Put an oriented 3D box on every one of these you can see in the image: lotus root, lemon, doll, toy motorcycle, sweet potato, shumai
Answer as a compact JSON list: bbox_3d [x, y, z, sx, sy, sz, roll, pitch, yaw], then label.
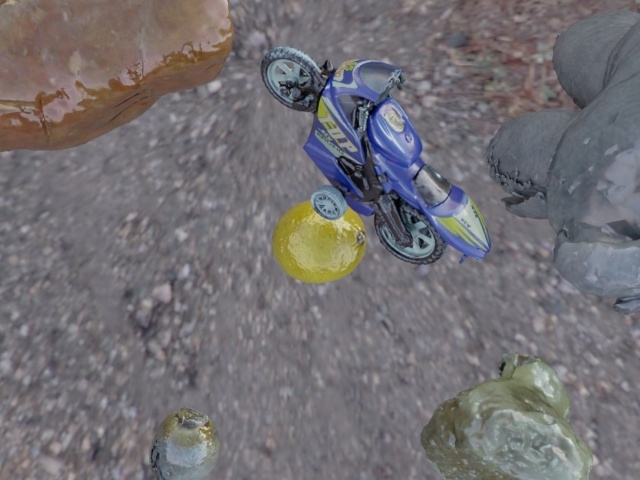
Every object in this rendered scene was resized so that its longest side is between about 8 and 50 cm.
[{"bbox_3d":[-0.179,0.279,1.624,0.088,0.088,0.165,17,133,-4],"label":"lotus root"},{"bbox_3d":[0.000,0.000,1.569,0.133,0.109,0.109,-6,101,40],"label":"lemon"},{"bbox_3d":[0.216,-0.051,0.678,0.246,0.340,0.158,-16,107,8],"label":"doll"},{"bbox_3d":[0.065,-0.096,1.368,0.315,0.169,0.113,51,52,-15],"label":"toy motorcycle"},{"bbox_3d":[-0.158,-0.090,0.655,0.252,0.097,0.097,-19,98,14],"label":"sweet potato"},{"bbox_3d":[0.281,0.251,1.737,0.225,0.261,0.222,38,72,-16],"label":"shumai"}]
